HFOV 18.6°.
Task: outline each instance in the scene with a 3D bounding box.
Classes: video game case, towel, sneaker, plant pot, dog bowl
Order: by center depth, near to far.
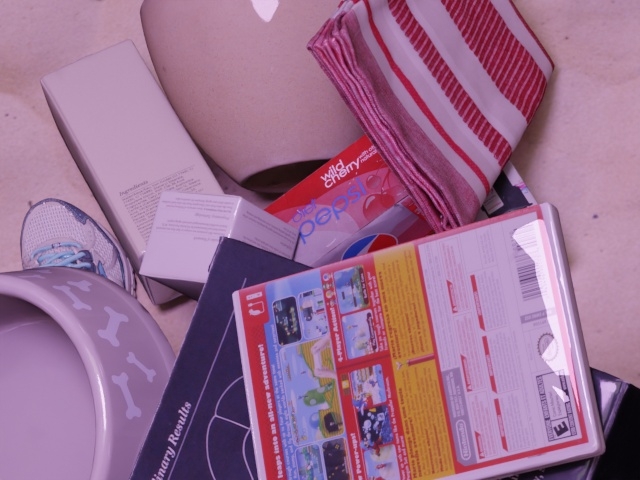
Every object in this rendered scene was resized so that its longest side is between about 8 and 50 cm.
[{"bbox_3d":[0.072,0.102,1.563,0.285,0.025,0.204,-16,71,21],"label":"video game case"},{"bbox_3d":[-0.289,0.189,1.808,0.348,0.102,0.349,-7,77,31],"label":"dog bowl"},{"bbox_3d":[0.121,-0.174,1.876,0.037,0.237,0.329,-22,22,36],"label":"towel"},{"bbox_3d":[-0.237,0.058,1.946,0.110,0.122,0.283,-22,58,-2],"label":"sneaker"},{"bbox_3d":[-0.029,-0.155,1.960,0.284,0.284,0.191,-10,78,7],"label":"plant pot"}]

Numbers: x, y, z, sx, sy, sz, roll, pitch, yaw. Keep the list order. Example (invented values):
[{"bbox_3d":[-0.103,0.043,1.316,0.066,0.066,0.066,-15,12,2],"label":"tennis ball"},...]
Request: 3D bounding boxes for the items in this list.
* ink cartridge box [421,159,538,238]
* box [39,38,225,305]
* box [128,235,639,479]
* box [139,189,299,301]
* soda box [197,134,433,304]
[{"bbox_3d":[0.147,-0.020,1.936,0.127,0.072,0.175,-27,57,-5],"label":"ink cartridge box"},{"bbox_3d":[-0.184,-0.073,2.017,0.113,0.094,0.275,-24,54,-9],"label":"box"},{"bbox_3d":[0.065,0.206,1.673,0.395,0.212,0.294,20,87,27],"label":"box"},{"bbox_3d":[-0.094,0.011,1.840,0.102,0.101,0.087,5,75,37],"label":"box"},{"bbox_3d":[0.000,0.000,1.900,0.263,0.083,0.092,-35,56,16],"label":"soda box"}]
